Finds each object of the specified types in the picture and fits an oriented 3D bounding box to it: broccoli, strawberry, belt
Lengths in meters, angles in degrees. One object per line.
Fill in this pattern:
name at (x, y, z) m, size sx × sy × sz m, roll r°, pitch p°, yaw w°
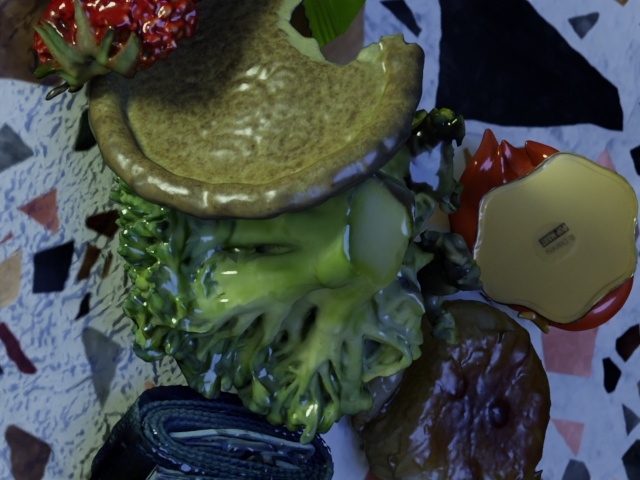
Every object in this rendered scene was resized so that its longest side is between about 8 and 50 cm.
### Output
broccoli at (-0.014, -0.002, 1.499) m, size 0.334 × 0.272 × 0.324 m, roll -60°, pitch 142°, yaw -13°
strawberry at (-0.164, -0.221, 1.419) m, size 0.087 × 0.167 × 0.208 m, roll 53°, pitch 44°, yaw -36°
belt at (-0.104, 0.214, 1.516) m, size 0.218 × 0.122 × 0.128 m, roll 12°, pitch 127°, yaw -36°

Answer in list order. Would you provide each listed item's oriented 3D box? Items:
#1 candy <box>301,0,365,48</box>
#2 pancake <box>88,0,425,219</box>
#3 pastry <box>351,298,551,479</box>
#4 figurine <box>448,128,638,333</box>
candy at (0.048, -0.308, 1.615) m, size 0.246 × 0.069 × 0.149 m, roll -46°, pitch 124°, yaw -30°
pancake at (-0.056, -0.131, 1.402) m, size 0.033 × 0.286 × 0.288 m, roll 69°, pitch 12°, yaw -51°
pastry at (0.138, 0.173, 1.706) m, size 0.218 × 0.100 × 0.229 m, roll -47°, pitch 118°, yaw -24°
figurine at (0.223, -0.006, 1.692) m, size 0.208 × 0.257 × 0.181 m, roll 17°, pitch 86°, yaw 5°
